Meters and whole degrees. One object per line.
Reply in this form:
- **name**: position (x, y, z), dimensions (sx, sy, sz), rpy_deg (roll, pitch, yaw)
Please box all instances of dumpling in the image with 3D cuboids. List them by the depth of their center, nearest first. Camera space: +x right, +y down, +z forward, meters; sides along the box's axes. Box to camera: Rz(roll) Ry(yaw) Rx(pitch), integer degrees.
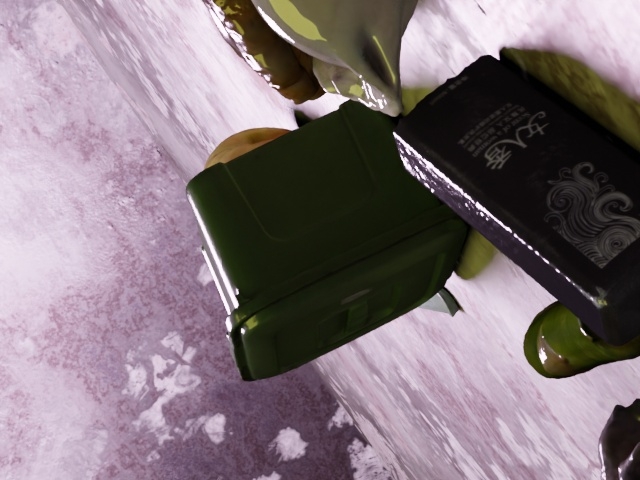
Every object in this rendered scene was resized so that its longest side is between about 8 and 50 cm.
- **dumpling**: position (0.003, -0.195, 1.123), dimensions (0.151, 0.124, 0.229), rpy_deg (-161, 55, -75)

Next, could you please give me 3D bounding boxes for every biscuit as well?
- **biscuit**: position (-0.079, -0.263, 1.268), dimensions (0.329, 0.078, 0.335), rpy_deg (-63, -51, -79)

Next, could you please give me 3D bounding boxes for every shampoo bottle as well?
- **shampoo bottle**: position (0.175, -0.013, 1.046), dimensions (0.309, 0.098, 0.071), rpy_deg (44, 163, 42)

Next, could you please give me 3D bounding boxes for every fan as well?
- **fan**: position (0.127, 0.070, 1.884), dimensions (0.038, 0.016, 0.193), rpy_deg (56, 170, -5)

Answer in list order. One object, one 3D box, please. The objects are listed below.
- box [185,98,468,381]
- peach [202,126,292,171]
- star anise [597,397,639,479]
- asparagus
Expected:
- **box**: position (0.000, 0.000, 1.576), dimensions (0.329, 0.252, 0.178), rpy_deg (96, 148, -76)
- **peach**: position (-0.055, -0.043, 1.876), dimensions (0.184, 0.184, 0.184), rpy_deg (51, 171, 11)
- **star anise**: position (0.300, 0.261, 1.198), dimensions (0.316, 0.139, 0.359), rpy_deg (46, -174, 23)
- **asparagus**: position (0.193, 0.065, 1.160), dimensions (0.278, 0.067, 0.060), rpy_deg (108, 136, -81)
